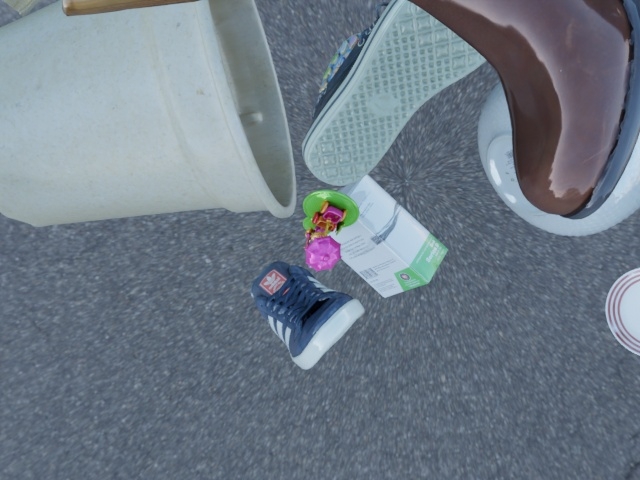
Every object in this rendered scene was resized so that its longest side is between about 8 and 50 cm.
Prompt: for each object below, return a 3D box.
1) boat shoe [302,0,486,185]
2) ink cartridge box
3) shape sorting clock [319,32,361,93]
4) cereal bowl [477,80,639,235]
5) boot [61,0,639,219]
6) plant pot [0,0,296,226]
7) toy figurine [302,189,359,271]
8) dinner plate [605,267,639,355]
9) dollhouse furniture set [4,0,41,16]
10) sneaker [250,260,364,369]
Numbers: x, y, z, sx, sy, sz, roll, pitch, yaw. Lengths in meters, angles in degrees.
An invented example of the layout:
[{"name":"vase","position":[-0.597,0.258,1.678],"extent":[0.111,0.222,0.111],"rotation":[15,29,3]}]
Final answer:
[{"name":"boat shoe","position":[0.142,-0.307,1.146],"extent":[0.186,0.156,0.500],"rotation":[29,121,-23]},{"name":"ink cartridge box","position":[0.137,-0.007,1.705],"extent":[0.289,0.211,0.121],"rotation":[42,62,-11]},{"name":"shape sorting clock","position":[0.053,-0.414,1.684],"extent":[0.040,0.206,0.206],"rotation":[25,99,-27]},{"name":"cereal bowl","position":[0.405,-0.146,1.226],"extent":[0.141,0.339,0.339],"rotation":[-33,90,-20]},{"name":"boot","position":[0.015,-0.133,0.340],"extent":[0.280,0.096,0.264],"rotation":[-5,99,-11]},{"name":"plant pot","position":[-0.218,-0.153,0.774],"extent":[0.305,0.334,0.334],"rotation":[-14,93,7]},{"name":"toy figurine","position":[0.000,0.000,1.515],"extent":[0.130,0.173,0.159],"rotation":[25,53,-15]},{"name":"dinner plate","position":[0.509,0.110,1.045],"extent":[0.141,0.017,0.141],"rotation":[4,95,46]},{"name":"dollhouse furniture set","position":[-0.556,-0.551,1.282],"extent":[0.183,0.129,0.129],"rotation":[-38,63,7]},{"name":"sneaker","position":[-0.039,0.101,1.076],"extent":[0.131,0.350,0.148],"rotation":[-43,93,-12]}]
